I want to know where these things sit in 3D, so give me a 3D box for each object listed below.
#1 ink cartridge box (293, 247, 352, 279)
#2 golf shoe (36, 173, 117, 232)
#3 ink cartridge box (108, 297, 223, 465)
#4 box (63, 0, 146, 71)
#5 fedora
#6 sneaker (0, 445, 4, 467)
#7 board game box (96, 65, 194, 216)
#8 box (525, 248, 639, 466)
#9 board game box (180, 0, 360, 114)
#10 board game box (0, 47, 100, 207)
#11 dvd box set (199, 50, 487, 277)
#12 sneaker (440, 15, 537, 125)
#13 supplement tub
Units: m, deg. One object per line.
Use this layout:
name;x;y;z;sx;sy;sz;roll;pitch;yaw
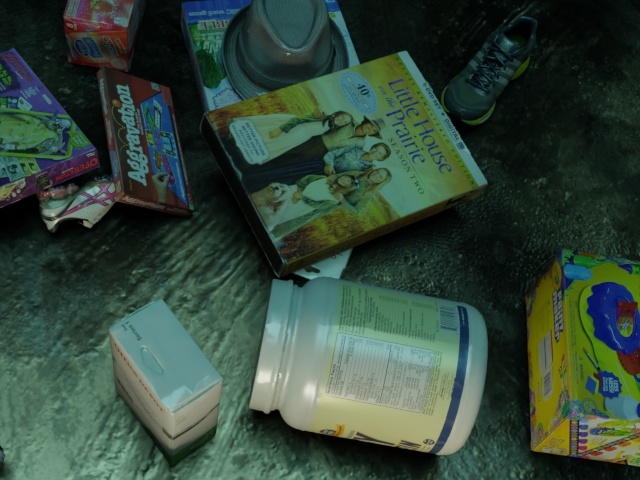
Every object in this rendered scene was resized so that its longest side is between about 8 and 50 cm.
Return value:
ink cartridge box;0.000;0.000;1.619;0.115;0.067;0.198;21;56;2
golf shoe;-0.391;-0.067;1.600;0.186;0.067;0.086;-15;103;-30
ink cartridge box;-0.225;0.209;1.357;0.092;0.219;0.160;-32;69;-25
box;-0.405;-0.466;1.797;0.122;0.128;0.257;9;58;-5
fedora;-0.058;-0.378;1.728;0.243;0.124;0.275;5;58;-7
sneaker;-0.576;0.234;1.349;0.282;0.099;0.153;13;59;1
board game box;-0.311;-0.177;1.653;0.145;0.027;0.281;12;51;-41
box;0.500;0.198;1.526;0.279;0.177;0.290;9;58;-6
board game box;-0.087;-0.341;1.814;0.318;0.066;0.318;-9;61;-16
board game box;-0.550;-0.198;1.604;0.208;0.056;0.347;-29;53;-20
dvd box set;0.045;-0.145;1.622;0.420;0.062;0.308;-21;73;-24
sneaker;0.339;-0.347;1.864;0.111;0.121;0.300;32;58;10
supplement tub;0.068;0.184;1.417;0.324;0.235;0.235;11;57;-3
